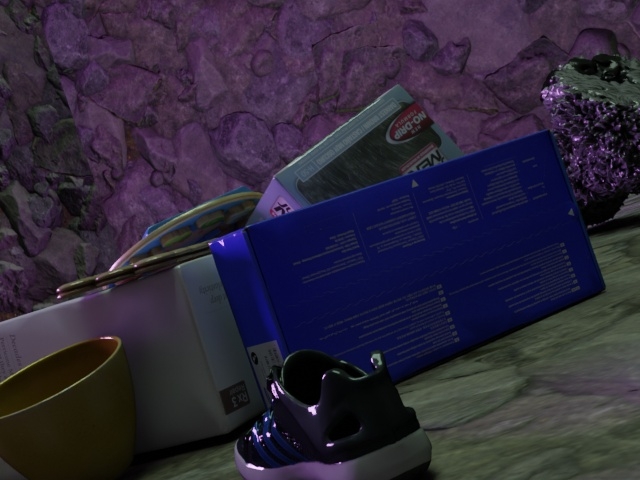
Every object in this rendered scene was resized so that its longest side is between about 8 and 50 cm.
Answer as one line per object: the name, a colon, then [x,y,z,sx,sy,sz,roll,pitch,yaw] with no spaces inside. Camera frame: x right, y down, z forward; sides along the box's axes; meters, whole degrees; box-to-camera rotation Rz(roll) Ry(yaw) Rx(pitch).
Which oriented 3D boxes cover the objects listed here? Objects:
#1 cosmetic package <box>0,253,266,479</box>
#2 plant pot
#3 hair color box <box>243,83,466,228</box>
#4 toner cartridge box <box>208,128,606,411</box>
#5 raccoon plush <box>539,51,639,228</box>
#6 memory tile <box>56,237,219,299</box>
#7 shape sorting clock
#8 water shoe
cosmetic package: [-0.207,0.125,1.125,0.385,0.156,0.217,-19,-1,26]
plant pot: [-0.203,0.152,0.945,0.134,0.095,0.134,-23,13,6]
hair color box: [0.000,0.000,1.295,0.185,0.113,0.374,-39,-6,-28]
toner cartridge box: [0.087,0.024,1.034,0.347,0.165,0.075,-18,1,-31]
raccoon plush: [0.435,-0.071,1.678,0.216,0.299,0.446,-4,31,-9]
memory tile: [-0.156,0.023,1.024,0.113,0.012,0.148,-17,0,16]
shape sorting clock: [-0.143,0.011,1.274,0.206,0.040,0.206,-33,-12,-8]
water shoe: [0.000,0.102,0.691,0.073,0.080,0.203,-19,1,-28]
